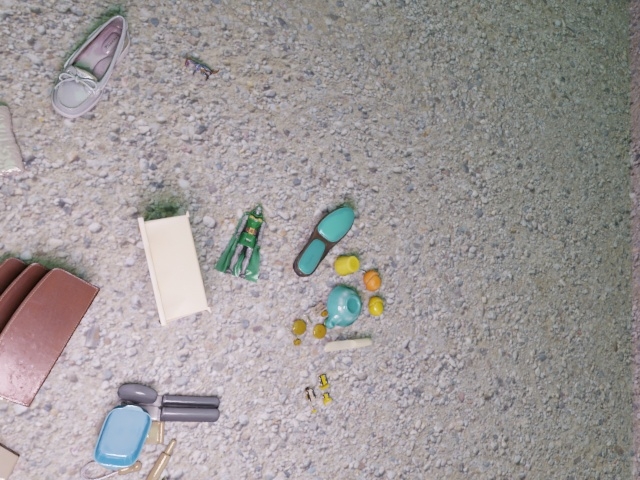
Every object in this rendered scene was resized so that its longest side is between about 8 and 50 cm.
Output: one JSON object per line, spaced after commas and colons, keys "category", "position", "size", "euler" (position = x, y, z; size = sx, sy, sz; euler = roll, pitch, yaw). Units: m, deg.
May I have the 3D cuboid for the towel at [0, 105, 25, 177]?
{"category": "towel", "position": [-0.924, -0.231, 1.187], "size": [0.282, 0.049, 0.187], "euler": [-16, 91, -25]}

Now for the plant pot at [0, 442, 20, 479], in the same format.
{"category": "plant pot", "position": [-0.785, 0.539, 1.118], "size": [0.109, 0.109, 0.096], "euler": [40, 58, -13]}

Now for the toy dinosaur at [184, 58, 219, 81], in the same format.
{"category": "toy dinosaur", "position": [-0.379, -0.538, 1.468], "size": [0.082, 0.047, 0.090], "euler": [45, 36, -2]}

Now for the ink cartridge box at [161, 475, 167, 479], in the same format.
{"category": "ink cartridge box", "position": [-0.444, 0.757, 1.181], "size": [0.097, 0.189, 0.255], "euler": [46, 69, -10]}

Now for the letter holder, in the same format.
{"category": "letter holder", "position": [-0.714, 0.199, 1.101], "size": [0.214, 0.152, 0.302], "euler": [39, 56, -31]}

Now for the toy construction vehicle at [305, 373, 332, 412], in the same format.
{"category": "toy construction vehicle", "position": [-0.009, 0.483, 1.487], "size": [0.085, 0.035, 0.098], "euler": [-21, 94, -34]}

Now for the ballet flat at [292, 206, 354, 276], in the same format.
{"category": "ballet flat", "position": [0.000, 0.000, 1.514], "size": [0.095, 0.096, 0.280], "euler": [44, 71, -7]}

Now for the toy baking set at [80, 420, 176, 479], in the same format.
{"category": "toy baking set", "position": [-0.518, 0.597, 1.261], "size": [0.196, 0.030, 0.256], "euler": [28, 67, -11]}

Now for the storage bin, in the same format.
{"category": "storage bin", "position": [-0.396, 0.076, 1.250], "size": [0.123, 0.260, 0.262], "euler": [-13, 88, -23]}

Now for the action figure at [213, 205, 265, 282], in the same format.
{"category": "action figure", "position": [-0.224, -0.001, 1.444], "size": [0.137, 0.063, 0.232], "euler": [21, 72, -16]}

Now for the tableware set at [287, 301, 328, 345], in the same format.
{"category": "tableware set", "position": [-0.029, 0.278, 1.509], "size": [0.154, 0.024, 0.104], "euler": [-38, 101, -23]}

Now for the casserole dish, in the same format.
{"category": "casserole dish", "position": [-0.511, 0.502, 1.217], "size": [0.114, 0.037, 0.188], "euler": [19, 99, -22]}

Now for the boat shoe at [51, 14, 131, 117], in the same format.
{"category": "boat shoe", "position": [-0.636, -0.487, 1.307], "size": [0.118, 0.103, 0.320], "euler": [34, 72, -15]}

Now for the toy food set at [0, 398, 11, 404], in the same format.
{"category": "toy food set", "position": [-0.874, 0.294, 1.128], "size": [0.306, 0.092, 0.220], "euler": [-3, 84, -31]}

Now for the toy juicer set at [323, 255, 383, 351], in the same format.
{"category": "toy juicer set", "position": [0.107, 0.228, 1.542], "size": [0.209, 0.089, 0.329], "euler": [27, 65, -31]}

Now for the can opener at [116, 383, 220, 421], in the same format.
{"category": "can opener", "position": [-0.412, 0.452, 1.285], "size": [0.280, 0.093, 0.074], "euler": [14, 39, -22]}
